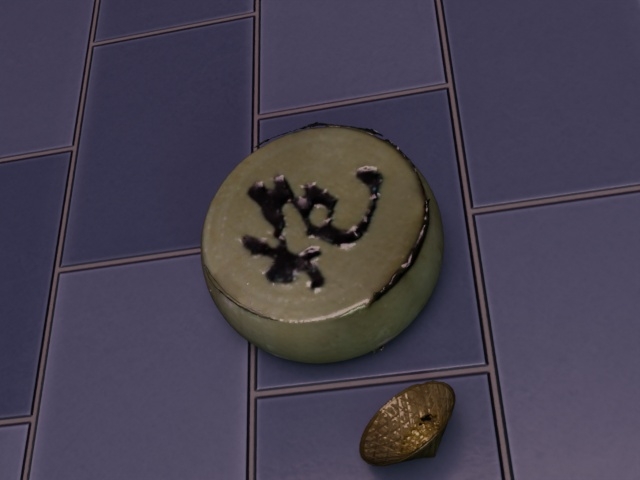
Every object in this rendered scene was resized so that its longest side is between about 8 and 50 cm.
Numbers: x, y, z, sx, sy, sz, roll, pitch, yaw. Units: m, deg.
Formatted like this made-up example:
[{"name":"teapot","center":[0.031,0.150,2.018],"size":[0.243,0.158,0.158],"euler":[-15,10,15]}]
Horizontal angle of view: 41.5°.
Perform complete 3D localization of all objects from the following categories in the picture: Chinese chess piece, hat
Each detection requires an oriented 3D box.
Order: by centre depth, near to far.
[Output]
[{"name":"hat","center":[0.126,0.253,1.074],"size":[0.146,0.067,0.146],"euler":[-34,17,12]},{"name":"Chinese chess piece","center":[0.000,0.000,1.204],"size":[0.349,0.146,0.349],"euler":[-7,58,11]}]
